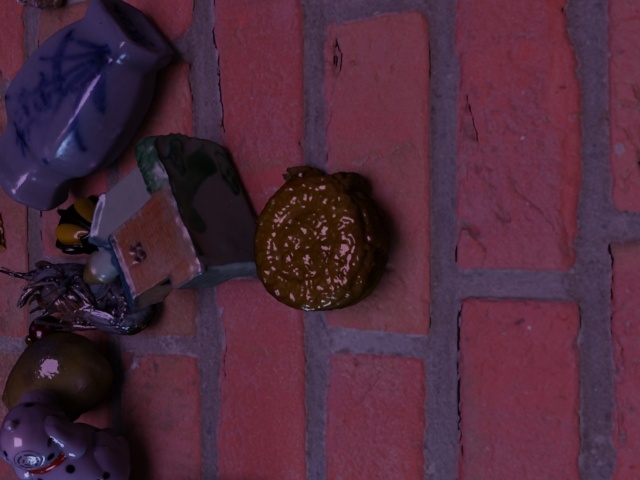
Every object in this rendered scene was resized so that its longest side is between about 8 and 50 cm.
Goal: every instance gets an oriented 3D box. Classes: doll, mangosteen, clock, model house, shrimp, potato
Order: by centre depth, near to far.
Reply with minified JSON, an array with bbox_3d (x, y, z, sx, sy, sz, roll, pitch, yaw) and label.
[{"bbox_3d":[-0.297,-0.001,1.638,0.325,0.194,0.267,-32,74,31],"label":"model house"},{"bbox_3d":[-0.489,0.379,1.660,0.189,0.254,0.189,-18,44,18],"label":"clock"},{"bbox_3d":[-0.493,0.104,1.765,0.372,0.172,0.137,3,73,17],"label":"shrimp"},{"bbox_3d":[-0.432,-0.015,1.780,0.249,0.127,0.088,30,139,31],"label":"doll"},{"bbox_3d":[-0.524,0.279,1.791,0.251,0.159,0.174,-34,96,21],"label":"potato"},{"bbox_3d":[-0.563,0.193,1.868,0.081,0.081,0.081,1,92,32],"label":"mangosteen"}]

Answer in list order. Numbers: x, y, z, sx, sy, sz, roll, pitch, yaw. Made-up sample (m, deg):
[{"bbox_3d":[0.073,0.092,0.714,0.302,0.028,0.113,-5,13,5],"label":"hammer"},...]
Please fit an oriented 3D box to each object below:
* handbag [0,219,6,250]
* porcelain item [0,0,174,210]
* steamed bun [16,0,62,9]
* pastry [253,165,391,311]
[{"bbox_3d":[-0.720,-0.015,1.990,0.061,0.027,0.083,-11,85,32],"label":"handbag"},{"bbox_3d":[-0.462,-0.258,1.737,0.405,0.178,0.242,-46,68,21],"label":"porcelain item"},{"bbox_3d":[-0.630,-0.584,1.837,0.225,0.170,0.200,23,108,30],"label":"steamed bun"},{"bbox_3d":[0.000,0.000,1.485,0.240,0.132,0.235,11,98,30],"label":"pastry"}]
